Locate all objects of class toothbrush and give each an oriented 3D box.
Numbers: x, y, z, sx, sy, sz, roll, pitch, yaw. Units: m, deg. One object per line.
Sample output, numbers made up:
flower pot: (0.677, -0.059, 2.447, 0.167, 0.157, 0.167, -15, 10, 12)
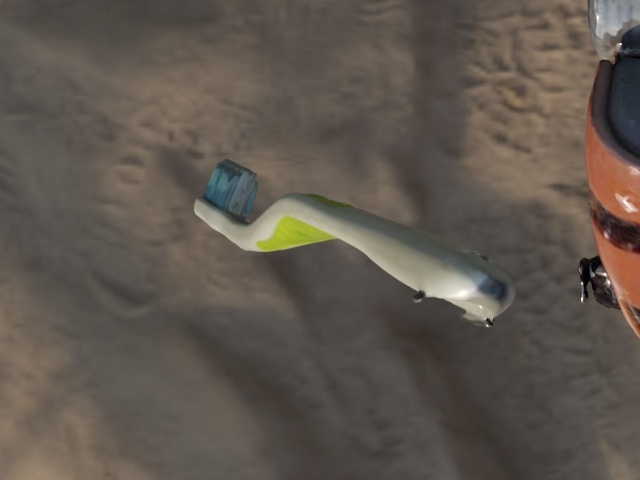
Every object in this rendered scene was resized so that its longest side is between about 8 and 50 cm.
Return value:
toothbrush: (0.000, 0.000, 0.560, 0.026, 0.022, 0.263, -69, 18, 1)

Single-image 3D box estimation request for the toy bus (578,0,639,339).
toy bus: (0.236, -0.127, 0.726, 0.203, 0.233, 0.427, 9, 56, 20)
